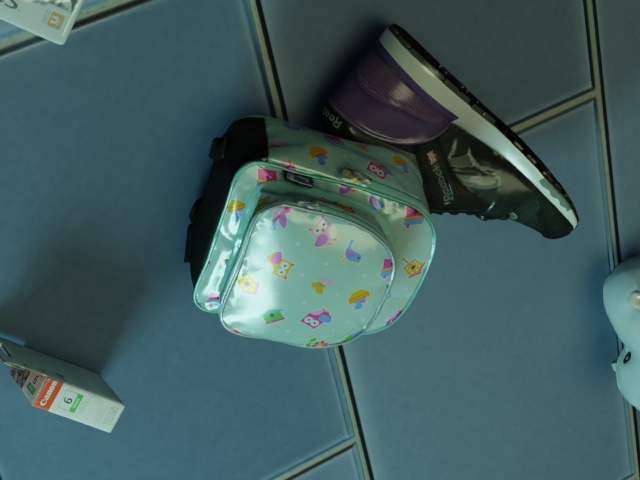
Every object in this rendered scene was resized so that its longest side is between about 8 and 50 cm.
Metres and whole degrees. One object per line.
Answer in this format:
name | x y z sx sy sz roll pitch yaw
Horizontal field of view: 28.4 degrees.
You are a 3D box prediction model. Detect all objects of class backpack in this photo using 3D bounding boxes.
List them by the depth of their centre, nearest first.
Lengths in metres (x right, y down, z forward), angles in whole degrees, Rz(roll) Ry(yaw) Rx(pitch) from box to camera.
backpack | 0.000 0.000 1.030 0.188 0.144 0.166 7 124 -22

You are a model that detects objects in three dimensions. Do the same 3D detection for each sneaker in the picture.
sneaker | 0.112 -0.068 1.138 0.124 0.107 0.283 -45 124 13

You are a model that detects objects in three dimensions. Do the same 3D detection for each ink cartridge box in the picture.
ink cartridge box | -0.222 0.116 1.029 0.115 0.063 0.029 26 94 -36

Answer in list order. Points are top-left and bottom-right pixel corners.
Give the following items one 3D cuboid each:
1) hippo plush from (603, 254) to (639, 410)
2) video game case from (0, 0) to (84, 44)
hippo plush | 0.420 0.087 1.342 0.236 0.234 0.294 -17 107 11
video game case | -0.219 -0.256 0.890 0.173 0.022 0.190 21 100 -36
